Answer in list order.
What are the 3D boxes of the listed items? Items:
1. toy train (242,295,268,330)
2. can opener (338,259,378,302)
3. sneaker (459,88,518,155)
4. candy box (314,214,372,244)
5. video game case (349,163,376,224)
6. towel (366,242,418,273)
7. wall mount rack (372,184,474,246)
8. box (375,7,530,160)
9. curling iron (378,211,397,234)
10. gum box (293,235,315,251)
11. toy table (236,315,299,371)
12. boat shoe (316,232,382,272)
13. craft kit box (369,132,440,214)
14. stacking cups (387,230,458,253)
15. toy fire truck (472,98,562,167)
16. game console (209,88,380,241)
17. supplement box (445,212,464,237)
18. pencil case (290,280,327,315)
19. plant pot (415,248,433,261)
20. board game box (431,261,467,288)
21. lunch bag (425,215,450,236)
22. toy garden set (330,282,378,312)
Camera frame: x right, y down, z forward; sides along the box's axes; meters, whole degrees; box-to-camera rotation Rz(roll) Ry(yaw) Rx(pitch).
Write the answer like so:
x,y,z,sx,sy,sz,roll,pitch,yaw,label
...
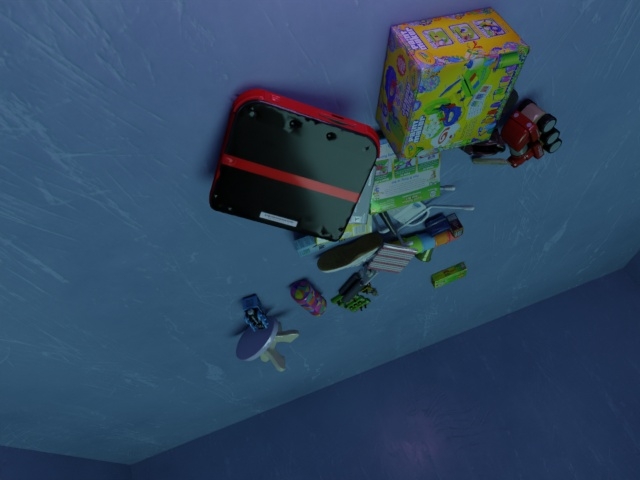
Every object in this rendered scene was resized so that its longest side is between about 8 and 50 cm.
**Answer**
x,y,z,sx,sy,sz,roll,pitch,yaw,label
-0.272,0.310,1.945,0.080,0.105,0.184,-14,149,4,toy train
0.184,0.186,2.073,0.093,0.074,0.280,5,140,-38,can opener
0.513,-0.331,1.365,0.281,0.163,0.106,-33,150,-10,sneaker
0.076,-0.055,1.545,0.205,0.027,0.105,-13,119,-15,candy box
0.018,-0.143,1.372,0.273,0.026,0.196,2,122,-8,video game case
0.283,0.069,1.840,0.144,0.029,0.197,10,146,-13,towel
0.368,-0.111,1.681,0.304,0.131,0.350,-36,147,21,wall mount rack
0.315,-0.388,1.176,0.278,0.177,0.290,-15,149,-12,box
0.196,-0.118,1.538,0.035,0.068,0.274,-36,124,-10,curling iron
0.000,0.000,1.657,0.184,0.041,0.157,-20,169,-2,gum box
-0.239,0.464,2.104,0.160,0.252,0.274,29,134,-33,toy table
0.122,0.068,1.831,0.276,0.098,0.096,-22,148,-3,boat shoe
0.251,-0.223,1.423,0.249,0.061,0.247,-15,122,-10,craft kit box
0.443,0.012,1.950,0.315,0.096,0.096,-14,148,-13,stacking cups
0.640,-0.322,1.542,0.246,0.159,0.217,-43,145,13,toy fire truck
-0.067,-0.179,1.193,0.386,0.060,0.342,15,124,-14,game console
0.557,-0.062,1.920,0.043,0.083,0.055,-22,149,0,supplement box
-0.048,0.253,2.013,0.104,0.105,0.236,-26,151,7,pencil case
0.465,0.039,2.034,0.083,0.083,0.079,-3,132,-29,plant pot
0.671,0.183,2.408,0.181,0.043,0.092,-23,149,1,board game box
0.475,-0.059,1.893,0.098,0.065,0.067,-24,165,0,lunch bag
0.196,0.288,2.261,0.203,0.049,0.244,-34,147,18,toy garden set
